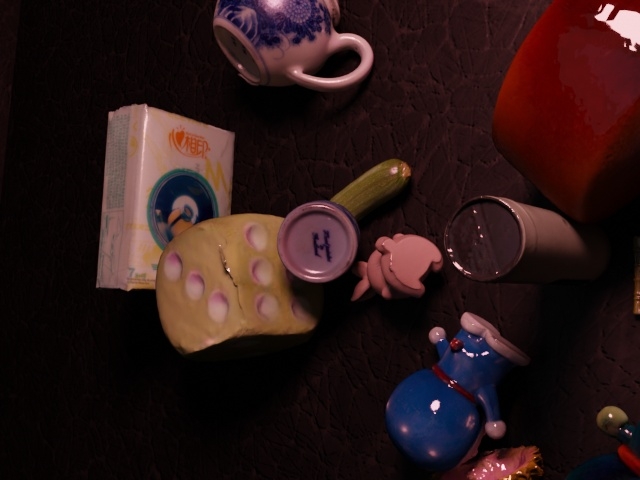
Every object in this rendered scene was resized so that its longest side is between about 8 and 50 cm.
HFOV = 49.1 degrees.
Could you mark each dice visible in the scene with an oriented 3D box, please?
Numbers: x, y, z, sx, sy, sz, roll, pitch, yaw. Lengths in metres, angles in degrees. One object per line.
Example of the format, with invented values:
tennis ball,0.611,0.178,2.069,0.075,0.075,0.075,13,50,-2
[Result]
dice,-0.163,0.100,1.401,0.249,0.254,0.252,-26,69,40

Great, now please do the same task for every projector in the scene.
projector,0.292,0.007,0.952,0.108,0.337,0.108,-4,84,39

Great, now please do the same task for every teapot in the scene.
teapot,-0.064,-0.456,1.415,0.280,0.252,0.424,-42,74,-13

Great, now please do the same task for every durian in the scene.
durian,0.254,0.388,1.094,0.182,0.165,0.132,-1,50,19

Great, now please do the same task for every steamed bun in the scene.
steamed bun,0.402,-0.222,0.906,0.379,0.248,0.235,-46,56,12

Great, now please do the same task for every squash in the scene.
squash,0.084,-0.086,1.325,0.219,0.068,0.077,-37,43,33

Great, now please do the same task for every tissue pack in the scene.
tissue pack,-0.335,-0.076,1.555,0.162,0.287,0.388,-1,83,37

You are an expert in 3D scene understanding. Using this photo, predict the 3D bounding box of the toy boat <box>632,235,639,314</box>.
toy boat,0.477,0.049,0.995,0.063,0.016,0.115,-4,82,42

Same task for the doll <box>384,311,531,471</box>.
doll,0.216,0.246,1.128,0.257,0.161,0.215,-51,35,6

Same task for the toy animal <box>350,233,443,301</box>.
toy animal,0.131,0.054,1.259,0.212,0.124,0.124,144,123,-70

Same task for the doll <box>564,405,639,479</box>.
doll,0.417,0.342,0.901,0.198,0.186,0.322,29,101,40

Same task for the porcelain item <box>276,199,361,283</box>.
porcelain item,0.000,0.000,1.276,0.147,0.114,0.147,1,97,8
